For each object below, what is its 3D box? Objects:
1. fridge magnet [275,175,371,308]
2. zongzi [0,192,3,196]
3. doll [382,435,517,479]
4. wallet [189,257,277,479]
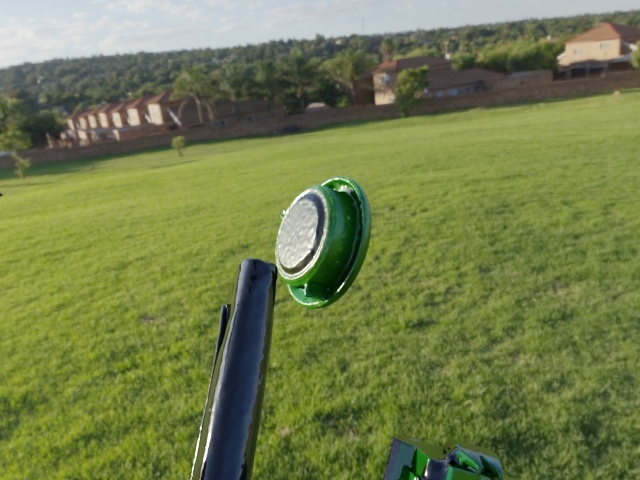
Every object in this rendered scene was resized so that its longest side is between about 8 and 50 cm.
[{"bbox_3d":[0.000,0.000,0.793,0.088,0.208,0.208,19,3,-32],"label":"fridge magnet"},{"bbox_3d":[-0.552,-0.136,0.713,0.099,0.194,0.197,6,10,42],"label":"zongzi"},{"bbox_3d":[0.137,0.240,0.461,0.186,0.106,0.134,16,-8,5],"label":"doll"},{"bbox_3d":[-0.115,0.240,0.594,0.062,0.228,0.406,14,54,-11],"label":"wallet"}]
